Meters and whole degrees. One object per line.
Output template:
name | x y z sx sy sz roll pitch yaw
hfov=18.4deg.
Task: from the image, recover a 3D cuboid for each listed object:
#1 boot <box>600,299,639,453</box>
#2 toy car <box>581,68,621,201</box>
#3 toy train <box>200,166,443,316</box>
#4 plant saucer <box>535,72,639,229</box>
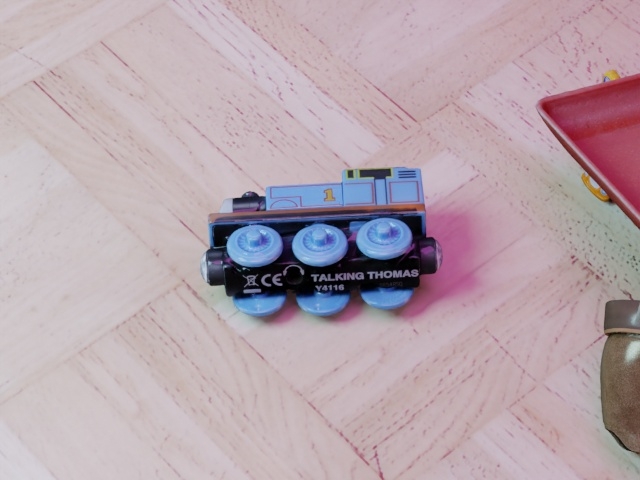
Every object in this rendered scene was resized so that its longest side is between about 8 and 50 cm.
boot | 0.350 0.118 1.422 0.305 0.112 0.115 7 82 0
toy car | 0.231 -0.089 1.600 0.060 0.040 0.122 -11 53 -8
toy train | 0.000 0.000 1.512 0.184 0.080 0.105 -3 43 1
plant saucer | 0.332 -0.049 1.496 0.258 0.048 0.259 -15 42 -20
